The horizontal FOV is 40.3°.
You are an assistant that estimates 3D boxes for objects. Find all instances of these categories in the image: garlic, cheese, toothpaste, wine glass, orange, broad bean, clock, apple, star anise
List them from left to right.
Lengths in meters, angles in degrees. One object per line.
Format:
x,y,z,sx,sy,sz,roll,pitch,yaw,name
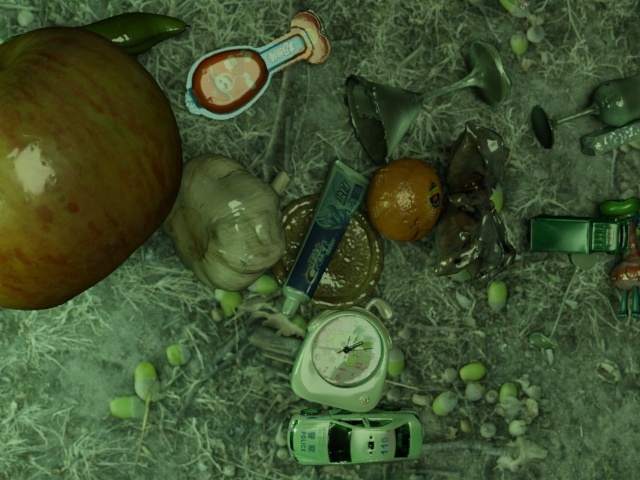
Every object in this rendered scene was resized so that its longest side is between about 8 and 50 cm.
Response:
-0.375,-0.092,1.187,0.400,0.400,0.334,-28,123,-5,apple
-0.358,-0.301,1.317,0.325,0.075,0.067,-10,98,-8,broad bean
-0.119,-0.041,1.340,0.212,0.218,0.219,-29,101,-40,garlic
-0.102,-0.275,1.377,0.256,0.037,0.106,-29,100,-4,cheese
0.001,0.000,1.376,0.069,0.047,0.268,20,71,13,toothpaste
0.041,0.177,1.428,0.151,0.062,0.191,16,92,-9,clock
0.130,-0.064,1.388,0.117,0.135,0.136,-10,98,26,orange
0.169,-0.226,1.375,0.232,0.156,0.156,-22,98,-11,wine glass
0.247,-0.048,1.372,0.110,0.198,0.258,6,93,26,star anise
0.455,-0.216,1.446,0.195,0.079,0.079,-19,98,-5,wine glass

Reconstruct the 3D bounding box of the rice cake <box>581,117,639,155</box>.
0.544,-0.190,1.480,0.210,0.043,0.034,-19,105,-6,rice cake

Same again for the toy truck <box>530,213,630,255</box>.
0.428,-0.010,1.436,0.147,0.079,0.065,4,97,31,toy truck

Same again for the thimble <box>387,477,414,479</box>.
0.086,0.511,1.366,0.270,0.271,0.150,-33,95,-4,thimble

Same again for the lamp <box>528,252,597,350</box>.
0.417,0.094,1.498,0.050,0.056,0.198,27,80,-9,lamp

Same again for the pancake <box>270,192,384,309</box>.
0.009,0.018,1.405,0.199,0.021,0.199,2,77,-7,pancake

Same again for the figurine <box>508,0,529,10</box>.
0.282,-0.498,1.308,0.206,0.284,0.316,-37,111,-2,figurine

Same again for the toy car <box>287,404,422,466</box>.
0.059,0.326,1.437,0.224,0.076,0.090,-1,97,-9,toy car

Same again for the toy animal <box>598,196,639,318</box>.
0.533,0.029,1.470,0.103,0.100,0.208,-9,83,30,toy animal
